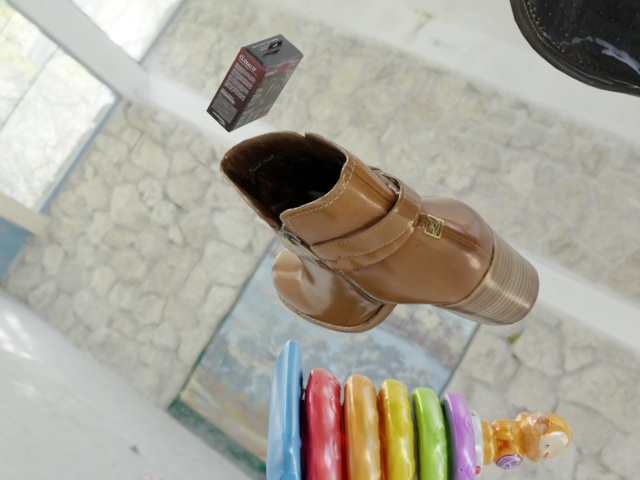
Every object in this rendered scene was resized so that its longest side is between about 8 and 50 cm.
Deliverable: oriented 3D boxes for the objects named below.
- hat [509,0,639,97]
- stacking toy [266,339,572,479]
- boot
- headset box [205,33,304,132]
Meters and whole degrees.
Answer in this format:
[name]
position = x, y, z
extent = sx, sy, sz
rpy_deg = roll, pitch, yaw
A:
[hat]
position = 0.212, -0.205, 0.347
extent = 0.134, 0.331, 0.331
rpy_deg = 16, -17, 47
[stacking toy]
position = 0.100, 0.204, 0.816
extent = 0.302, 0.175, 0.166
rpy_deg = -2, 37, 0
[boot]
position = 0.000, 0.000, 0.635
extent = 0.220, 0.109, 0.283
rpy_deg = 28, -12, -38
[headset box]
position = -0.056, -0.140, 0.716
extent = 0.032, 0.083, 0.062
rpy_deg = 43, 39, 8
